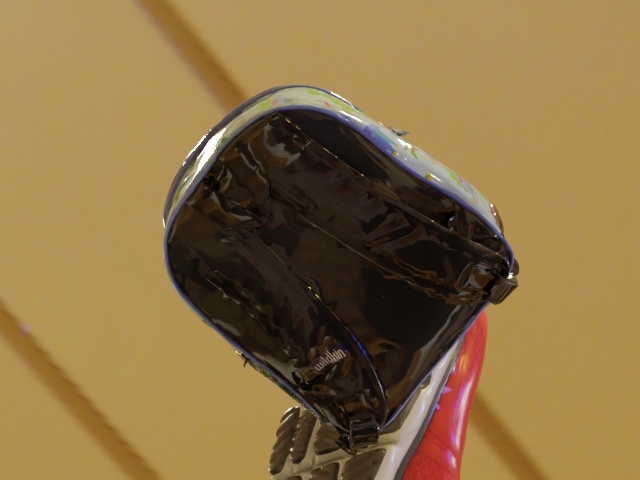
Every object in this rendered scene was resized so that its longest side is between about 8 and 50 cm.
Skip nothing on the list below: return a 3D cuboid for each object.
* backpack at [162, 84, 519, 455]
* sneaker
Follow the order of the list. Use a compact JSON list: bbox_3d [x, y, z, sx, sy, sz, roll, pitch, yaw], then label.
[{"bbox_3d":[0.000,0.000,0.729,0.114,0.084,0.105,37,-78,-14],"label":"backpack"},{"bbox_3d":[0.037,0.157,0.971,0.118,0.279,0.107,26,-18,-30],"label":"sneaker"}]
